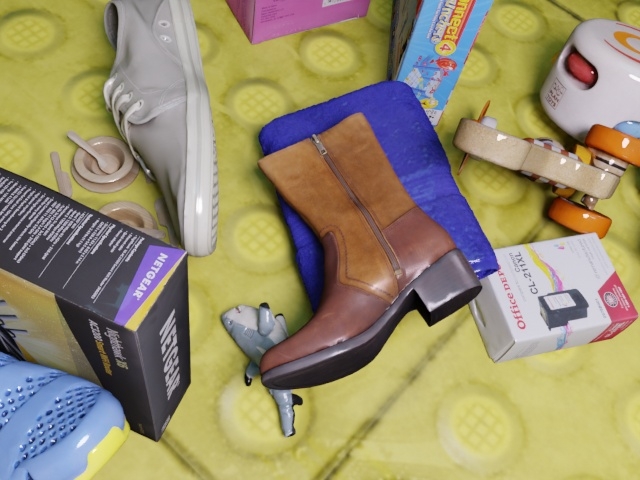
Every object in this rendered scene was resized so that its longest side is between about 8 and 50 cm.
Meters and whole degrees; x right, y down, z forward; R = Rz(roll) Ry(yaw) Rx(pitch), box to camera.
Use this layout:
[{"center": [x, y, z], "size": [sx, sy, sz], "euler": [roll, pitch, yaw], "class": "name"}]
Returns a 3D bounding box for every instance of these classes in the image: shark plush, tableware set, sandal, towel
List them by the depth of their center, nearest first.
[{"center": [-0.305, 0.140, 0.585], "size": [0.318, 0.138, 0.126], "euler": [1, 31, 29], "class": "sandal"}, {"center": [-0.060, 0.146, 0.775], "size": [0.067, 0.073, 0.161], "euler": [-25, 80, 5], "class": "shark plush"}, {"center": [-0.263, -0.061, 0.853], "size": [0.128, 0.039, 0.194], "euler": [-15, 63, -18], "class": "tableware set"}, {"center": [0.064, -0.048, 0.861], "size": [0.228, 0.076, 0.308], "euler": [-19, 66, -2], "class": "towel"}]

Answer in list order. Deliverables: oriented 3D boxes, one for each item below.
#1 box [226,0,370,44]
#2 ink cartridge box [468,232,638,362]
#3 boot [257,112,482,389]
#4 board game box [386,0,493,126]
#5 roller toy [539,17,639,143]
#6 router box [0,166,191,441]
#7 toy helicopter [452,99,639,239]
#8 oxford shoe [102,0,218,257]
[{"center": [-0.060, -0.463, 1.079], "size": [0.214, 0.117, 0.243], "euler": [-20, 65, -20], "class": "box"}, {"center": [0.286, 0.071, 0.850], "size": [0.175, 0.072, 0.127], "euler": [-9, 62, -15], "class": "ink cartridge box"}, {"center": [0.000, 0.000, 0.756], "size": [0.264, 0.096, 0.280], "euler": [-31, 65, -4], "class": "boot"}, {"center": [0.173, -0.379, 0.963], "size": [0.086, 0.302, 0.308], "euler": [10, 59, -4], "class": "board game box"}, {"center": [0.434, -0.225, 0.999], "size": [0.209, 0.146, 0.191], "euler": [33, 42, 14], "class": "roller toy"}, {"center": [-0.247, 0.065, 0.624], "size": [0.243, 0.308, 0.081], "euler": [23, 58, 5], "class": "router box"}, {"center": [0.254, -0.115, 0.851], "size": [0.235, 0.140, 0.355], "euler": [33, 18, 31], "class": "toy helicopter"}, {"center": [-0.205, -0.159, 0.850], "size": [0.130, 0.169, 0.449], "euler": [-6, 54, -17], "class": "oxford shoe"}]
